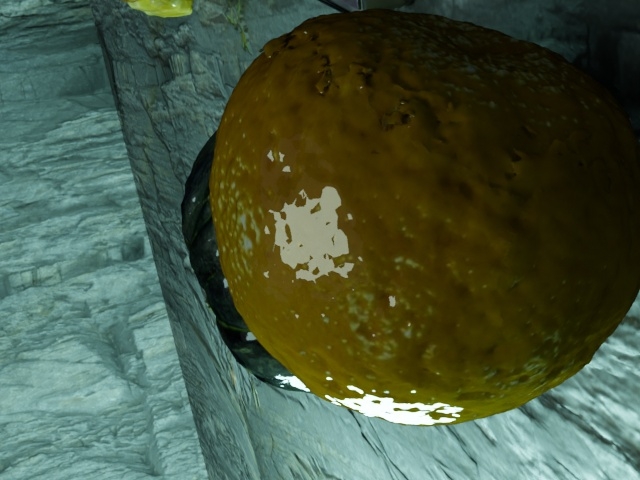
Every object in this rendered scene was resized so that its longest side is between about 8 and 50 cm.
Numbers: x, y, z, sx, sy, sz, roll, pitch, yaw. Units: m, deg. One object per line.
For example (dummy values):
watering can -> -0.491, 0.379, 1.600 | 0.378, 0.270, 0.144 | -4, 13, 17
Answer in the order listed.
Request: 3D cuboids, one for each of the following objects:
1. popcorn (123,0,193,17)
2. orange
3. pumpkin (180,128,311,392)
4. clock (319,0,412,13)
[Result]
popcorn -> -0.246, -0.457, 1.525 | 0.265, 0.225, 0.332 | 58, 173, -10
orange -> 0.079, -0.016, 0.808 | 0.340, 0.340, 0.293 | 48, 130, 50
pumpkin -> 0.000, 0.000, 1.099 | 0.323, 0.241, 0.323 | 45, -145, -45
clock -> 0.021, -0.331, 1.105 | 0.192, 0.071, 0.147 | -136, 35, -55
